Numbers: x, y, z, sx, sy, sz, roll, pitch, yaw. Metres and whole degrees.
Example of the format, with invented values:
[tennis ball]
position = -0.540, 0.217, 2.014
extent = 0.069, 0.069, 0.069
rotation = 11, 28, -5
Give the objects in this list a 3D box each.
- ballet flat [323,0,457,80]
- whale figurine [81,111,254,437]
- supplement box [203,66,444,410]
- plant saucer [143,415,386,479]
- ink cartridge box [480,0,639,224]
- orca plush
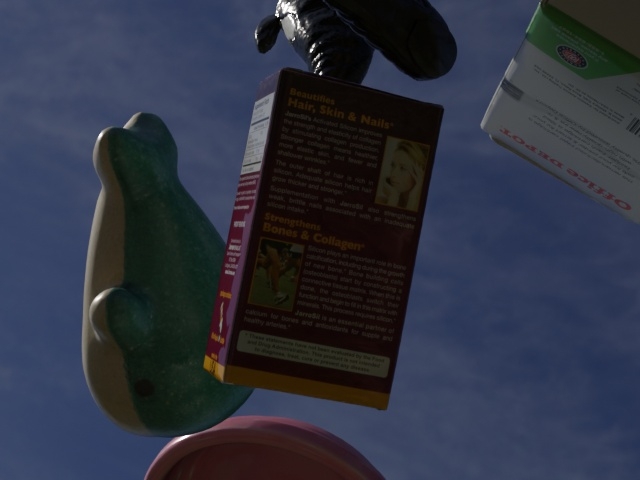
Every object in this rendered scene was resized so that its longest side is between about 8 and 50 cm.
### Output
[ballet flat]
position = 0.019, -0.152, 0.766
extent = 0.049, 0.057, 0.173
rotation = 19, -20, 50
[whale figurine]
position = -0.119, 0.030, 1.086
extent = 0.141, 0.216, 0.272
rotation = -1, -77, 14
[supplement box]
position = 0.000, 0.000, 0.792
extent = 0.104, 0.188, 0.081
rotation = 11, -3, -14
[plant saucer]
position = -0.043, 0.327, 1.500
extent = 0.332, 0.084, 0.332
rotation = 9, -57, 15
[ink cartridge box]
position = 0.297, -0.154, 1.278
extent = 0.211, 0.121, 0.289
rotation = 32, -17, 5
[orca plush]
position = -0.006, -0.234, 1.296
extent = 0.151, 0.287, 0.102
rotation = 0, -52, 15
